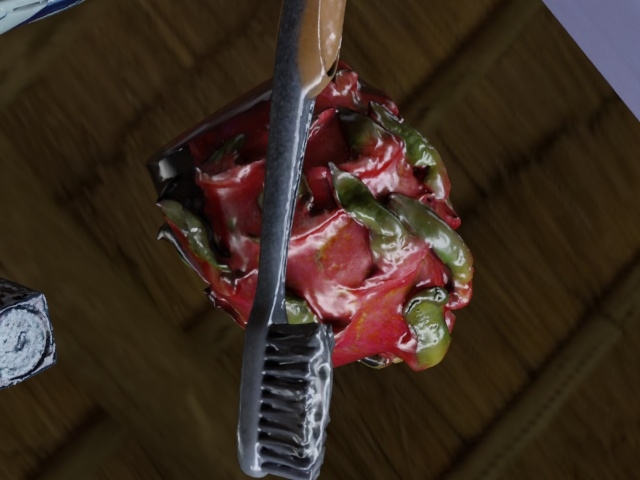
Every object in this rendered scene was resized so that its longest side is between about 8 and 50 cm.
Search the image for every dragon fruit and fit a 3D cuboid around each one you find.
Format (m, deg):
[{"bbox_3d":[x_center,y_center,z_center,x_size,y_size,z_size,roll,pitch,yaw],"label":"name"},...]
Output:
[{"bbox_3d":[0.000,0.000,1.052,0.166,0.172,0.160,-20,-164,44],"label":"dragon fruit"}]

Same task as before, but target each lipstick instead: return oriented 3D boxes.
[{"bbox_3d":[-0.281,0.029,1.263,0.051,0.051,0.312,-27,-151,-35],"label":"lipstick"}]

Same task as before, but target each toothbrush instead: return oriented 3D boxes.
[{"bbox_3d":[0.002,-0.084,0.613,0.031,0.023,0.321,6,-87,27],"label":"toothbrush"}]

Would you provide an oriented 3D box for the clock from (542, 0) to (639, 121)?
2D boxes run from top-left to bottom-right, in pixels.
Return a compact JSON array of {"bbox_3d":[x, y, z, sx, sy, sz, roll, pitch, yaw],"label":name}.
[{"bbox_3d":[0.143,-0.078,0.370,0.193,0.073,0.144,-36,-95,-18],"label":"clock"}]

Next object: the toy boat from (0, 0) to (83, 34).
[{"bbox_3d":[-0.210,-0.103,0.966,0.220,0.291,0.067,-26,-86,36],"label":"toy boat"}]
